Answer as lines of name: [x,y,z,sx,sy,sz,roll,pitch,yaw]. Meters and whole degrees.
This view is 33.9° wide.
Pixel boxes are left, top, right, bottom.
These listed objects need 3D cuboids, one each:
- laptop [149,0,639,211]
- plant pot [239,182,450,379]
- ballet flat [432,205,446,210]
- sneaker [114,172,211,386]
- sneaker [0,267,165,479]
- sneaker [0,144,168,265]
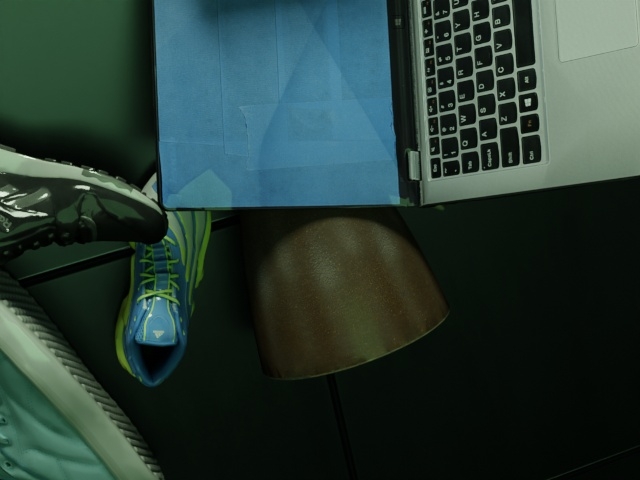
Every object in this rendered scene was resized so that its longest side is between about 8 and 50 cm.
laptop: [0.066,-0.230,0.965,0.236,0.407,0.382,2,83,-50]
plant pot: [0.000,0.000,1.126,0.215,0.215,0.231,-21,99,-9]
ballet flat: [0.058,-0.125,1.161,0.086,0.086,0.248,-33,114,-4]
sneaker: [-0.160,0.047,1.118,0.091,0.126,0.240,5,108,-19]
sneaker: [-0.314,0.181,1.114,0.150,0.135,0.366,-34,115,-7]
sneaker: [-0.297,-0.017,1.036,0.283,0.107,0.124,15,74,-9]
